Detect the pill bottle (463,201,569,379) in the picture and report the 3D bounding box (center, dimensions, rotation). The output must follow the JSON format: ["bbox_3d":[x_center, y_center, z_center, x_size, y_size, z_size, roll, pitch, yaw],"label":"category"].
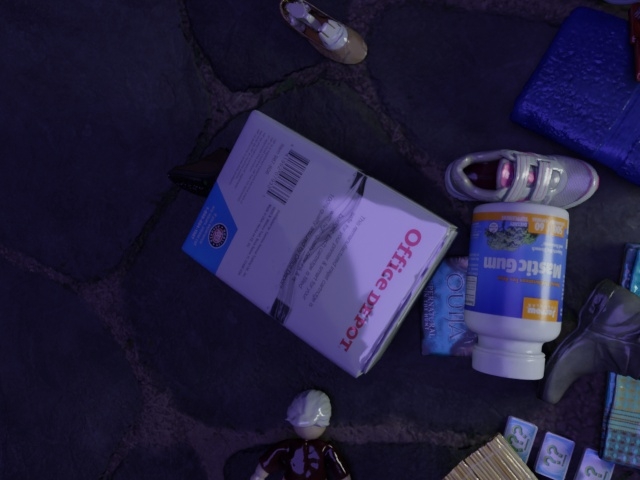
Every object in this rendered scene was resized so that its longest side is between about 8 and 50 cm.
[{"bbox_3d":[0.318,0.081,0.863,0.152,0.152,0.272,4,86,19],"label":"pill bottle"}]

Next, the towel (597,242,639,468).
[{"bbox_3d":[0.611,0.203,0.832,0.271,0.040,0.370,8,92,19],"label":"towel"}]

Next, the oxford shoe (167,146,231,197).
[{"bbox_3d":[-0.224,-0.147,1.108,0.227,0.083,0.096,3,62,27],"label":"oxford shoe"}]

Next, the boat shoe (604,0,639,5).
[{"bbox_3d":[0.596,-0.510,0.782,0.136,0.156,0.367,53,135,6],"label":"boat shoe"}]

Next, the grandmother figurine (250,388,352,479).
[{"bbox_3d":[-0.035,0.468,1.041,0.207,0.104,0.343,5,90,-9],"label":"grandmother figurine"}]

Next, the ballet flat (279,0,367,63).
[{"bbox_3d":[-0.002,-0.411,1.020,0.206,0.067,0.073,34,100,15],"label":"ballet flat"}]

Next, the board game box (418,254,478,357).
[{"bbox_3d":[0.245,0.121,0.968,0.126,0.026,0.186,-3,90,20],"label":"board game box"}]

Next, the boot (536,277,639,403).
[{"bbox_3d":[0.464,0.196,0.830,0.161,0.083,0.247,35,112,33],"label":"boot"}]

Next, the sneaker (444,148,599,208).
[{"bbox_3d":[0.334,-0.100,0.887,0.252,0.111,0.103,2,92,19],"label":"sneaker"}]

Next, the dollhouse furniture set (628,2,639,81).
[{"bbox_3d":[0.653,-0.327,0.702,0.373,0.201,0.152,4,66,5],"label":"dollhouse furniture set"}]

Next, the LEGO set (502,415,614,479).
[{"bbox_3d":[0.382,0.458,0.911,0.182,0.060,0.244,18,94,18],"label":"LEGO set"}]

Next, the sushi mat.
[{"bbox_3d":[0.347,0.497,0.894,0.151,0.019,0.317,-40,86,6],"label":"sushi mat"}]

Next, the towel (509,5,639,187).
[{"bbox_3d":[0.498,-0.224,0.855,0.308,0.076,0.228,33,94,16],"label":"towel"}]

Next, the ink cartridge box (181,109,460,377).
[{"bbox_3d":[0.000,0.000,0.920,0.394,0.166,0.286,34,101,18],"label":"ink cartridge box"}]
